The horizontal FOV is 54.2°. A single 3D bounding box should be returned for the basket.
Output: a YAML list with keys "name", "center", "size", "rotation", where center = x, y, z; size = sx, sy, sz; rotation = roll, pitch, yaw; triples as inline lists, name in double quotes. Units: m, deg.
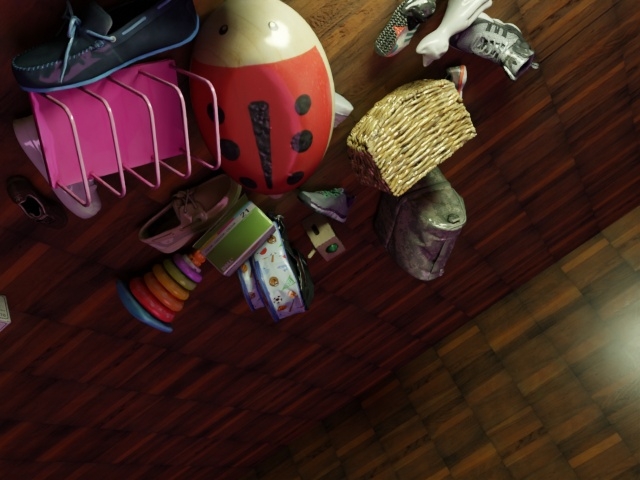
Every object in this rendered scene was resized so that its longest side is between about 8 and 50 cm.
- name: "basket"
  center: [0.209, -0.290, 1.645]
  size: [0.299, 0.223, 0.213]
  rotation: [-38, 115, -8]

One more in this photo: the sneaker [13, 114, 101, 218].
- name: "sneaker"
  center: [-0.490, -0.167, 1.321]
  size: [0.169, 0.108, 0.292]
  rotation: [-22, 146, -5]

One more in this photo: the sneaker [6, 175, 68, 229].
- name: "sneaker"
  center: [-0.628, -0.063, 1.391]
  size: [0.066, 0.071, 0.188]
  rotation: [-29, 148, 0]

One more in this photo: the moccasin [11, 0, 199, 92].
- name: "moccasin"
  center: [-0.389, -0.378, 1.111]
  size: [0.342, 0.138, 0.117]
  rotation: [-33, 146, -21]

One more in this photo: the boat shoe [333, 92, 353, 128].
- name: "boat shoe"
  center: [-0.036, -0.323, 1.475]
  size: [0.267, 0.096, 0.088]
  rotation: [2, 133, -51]

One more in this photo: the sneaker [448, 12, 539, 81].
- name: "sneaker"
  center: [0.438, -0.480, 1.557]
  size: [0.268, 0.153, 0.101]
  rotation: [-4, 140, -34]

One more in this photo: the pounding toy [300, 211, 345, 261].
- name: "pounding toy"
  center: [0.000, 0.000, 1.901]
  size: [0.100, 0.141, 0.130]
  rotation: [-32, 148, 5]

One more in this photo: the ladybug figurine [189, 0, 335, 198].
- name: "ladybug figurine"
  center: [-0.118, -0.269, 1.302]
  size: [0.305, 0.162, 0.449]
  rotation: [-8, 127, 3]

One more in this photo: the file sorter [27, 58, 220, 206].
- name: "file sorter"
  center: [-0.357, -0.205, 1.185]
  size: [0.290, 0.182, 0.202]
  rotation: [-23, 127, -35]

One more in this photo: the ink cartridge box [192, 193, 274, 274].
- name: "ink cartridge box"
  center: [-0.215, -0.007, 1.599]
  size: [0.189, 0.097, 0.255]
  rotation: [-45, 178, -4]

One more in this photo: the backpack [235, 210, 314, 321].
- name: "backpack"
  center: [-0.138, 0.098, 1.818]
  size: [0.213, 0.263, 0.276]
  rotation: [-28, 149, -2]

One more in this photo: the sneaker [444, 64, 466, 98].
- name: "sneaker"
  center: [0.351, -0.413, 1.695]
  size: [0.065, 0.061, 0.158]
  rotation: [3, 143, 1]

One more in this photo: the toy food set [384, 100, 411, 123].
- name: "toy food set"
  center: [0.174, -0.316, 1.701]
  size: [0.132, 0.038, 0.192]
  rotation: [11, 120, -53]

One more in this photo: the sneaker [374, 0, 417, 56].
- name: "sneaker"
  center: [0.195, -0.495, 1.455]
  size: [0.161, 0.057, 0.075]
  rotation: [-50, 164, 22]

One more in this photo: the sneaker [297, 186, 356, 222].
- name: "sneaker"
  center: [0.019, -0.127, 1.823]
  size: [0.223, 0.083, 0.098]
  rotation: [21, 102, -56]

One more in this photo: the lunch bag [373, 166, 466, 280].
- name: "lunch bag"
  center: [0.326, -0.045, 1.983]
  size: [0.212, 0.256, 0.305]
  rotation: [-15, 146, -21]

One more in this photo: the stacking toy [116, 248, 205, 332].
- name: "stacking toy"
  center: [-0.399, 0.097, 1.751]
  size: [0.302, 0.175, 0.166]
  rotation: [-45, 154, -2]

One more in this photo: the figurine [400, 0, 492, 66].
- name: "figurine"
  center: [0.271, -0.514, 1.384]
  size: [0.209, 0.092, 0.215]
  rotation: [-50, 148, -3]

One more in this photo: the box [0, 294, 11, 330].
- name: "box"
  center: [-0.937, 0.234, 1.553]
  size: [0.290, 0.087, 0.169]
  rotation: [-39, 147, 16]

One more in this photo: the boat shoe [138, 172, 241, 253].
- name: "boat shoe"
  center: [-0.330, -0.076, 1.577]
  size: [0.302, 0.109, 0.098]
  rotation: [-34, 149, 18]
